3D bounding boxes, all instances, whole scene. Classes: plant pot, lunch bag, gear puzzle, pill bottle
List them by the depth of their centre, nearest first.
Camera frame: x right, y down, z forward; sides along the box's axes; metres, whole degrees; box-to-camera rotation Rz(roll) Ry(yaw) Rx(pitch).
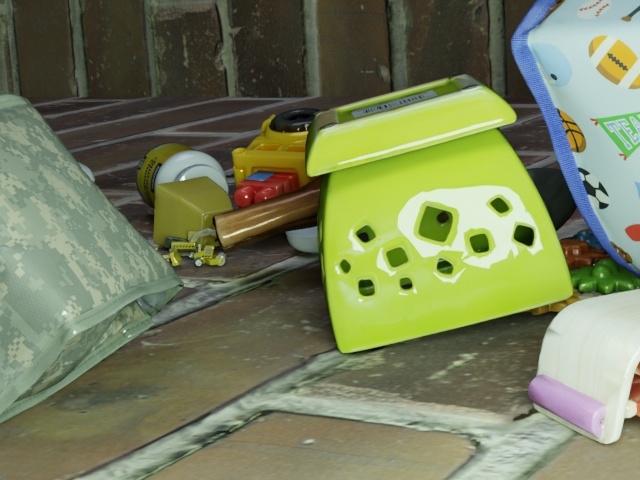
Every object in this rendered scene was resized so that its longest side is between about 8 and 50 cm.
[{"bbox_3d":[-0.262,0.006,1.256,0.169,0.235,0.287,-44,-5,21],"label":"lunch bag"},{"bbox_3d":[0.397,-0.089,1.274,0.328,0.385,0.239,6,46,40],"label":"lunch bag"},{"bbox_3d":[0.097,-0.038,1.403,0.228,0.207,0.227,-15,11,3],"label":"plant pot"},{"bbox_3d":[0.270,0.025,1.531,0.175,0.044,0.339,4,14,34],"label":"gear puzzle"},{"bbox_3d":[-0.153,-0.027,1.851,0.081,0.081,0.083,-13,26,-39],"label":"plant pot"},{"bbox_3d":[-0.189,-0.078,2.042,0.103,0.103,0.184,-7,11,-19],"label":"pill bottle"}]

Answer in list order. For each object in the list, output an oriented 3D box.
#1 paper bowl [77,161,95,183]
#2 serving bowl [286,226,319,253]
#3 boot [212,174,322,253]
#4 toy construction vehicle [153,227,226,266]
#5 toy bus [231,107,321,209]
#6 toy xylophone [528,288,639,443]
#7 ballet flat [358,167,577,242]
[{"bbox_3d":[-0.376,0.005,1.549,0.284,0.148,0.284,-2,14,1],"label":"paper bowl"},{"bbox_3d":[0.000,0.000,1.785,0.083,0.027,0.083,-3,11,1],"label":"serving bowl"},{"bbox_3d":[0.017,-0.034,1.695,0.280,0.096,0.264,-23,-1,0],"label":"boot"},{"bbox_3d":[-0.160,0.009,1.768,0.098,0.035,0.086,-2,11,6],"label":"toy construction vehicle"},{"bbox_3d":[-0.009,-0.072,1.881,0.220,0.149,0.211,4,22,25],"label":"toy bus"},{"bbox_3d":[0.328,0.086,1.113,0.322,0.081,0.236,-6,11,-13],"label":"toy xylophone"},{"bbox_3d":[0.163,-0.004,1.611,0.280,0.095,0.096,-16,22,-3],"label":"ballet flat"}]
